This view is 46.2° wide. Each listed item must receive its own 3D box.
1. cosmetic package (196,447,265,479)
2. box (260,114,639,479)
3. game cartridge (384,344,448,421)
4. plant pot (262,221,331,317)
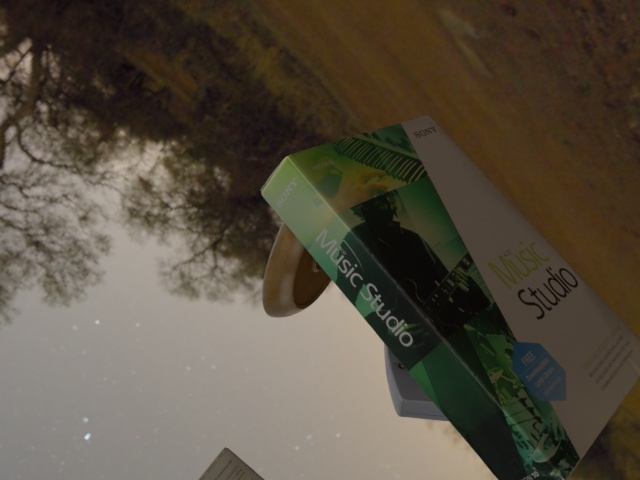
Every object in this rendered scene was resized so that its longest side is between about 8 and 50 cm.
[{"bbox_3d":[-0.052,0.464,0.953,0.365,0.155,0.197,40,138,3],"label":"cosmetic package"},{"bbox_3d":[0.128,0.033,0.656,0.322,0.058,0.232,49,-141,14],"label":"box"},{"bbox_3d":[0.189,0.134,1.064,0.196,0.060,0.294,7,-141,6],"label":"game cartridge"},{"bbox_3d":[0.000,0.000,0.984,0.032,0.236,0.236,24,176,18],"label":"plant pot"}]
